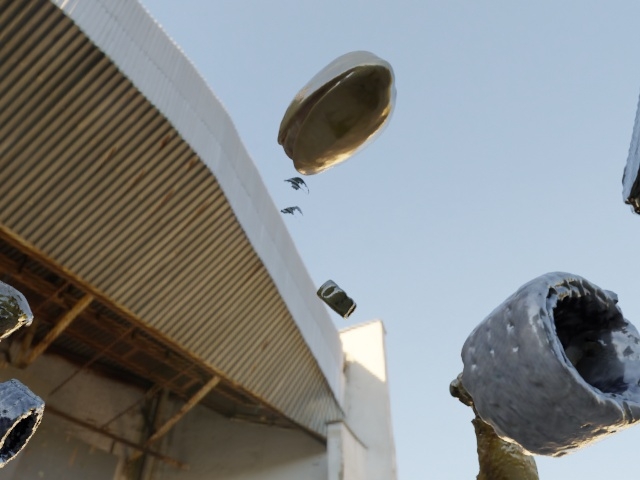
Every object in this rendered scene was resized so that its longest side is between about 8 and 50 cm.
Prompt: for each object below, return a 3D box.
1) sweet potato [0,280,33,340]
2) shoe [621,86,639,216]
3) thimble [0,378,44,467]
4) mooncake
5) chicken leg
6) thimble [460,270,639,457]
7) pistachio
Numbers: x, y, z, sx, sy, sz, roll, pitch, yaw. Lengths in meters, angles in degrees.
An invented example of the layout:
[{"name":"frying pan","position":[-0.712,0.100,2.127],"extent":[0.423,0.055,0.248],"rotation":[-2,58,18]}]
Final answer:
[{"name":"sweet potato","position":[-0.424,0.083,0.667],"extent":[0.273,0.075,0.075],"rotation":[-9,-43,-17]},{"name":"shoe","position":[0.464,-0.184,0.706],"extent":[0.237,0.384,0.171],"rotation":[14,-11,13]},{"name":"thimble","position":[-0.409,0.237,0.889],"extent":[0.066,0.095,0.104],"rotation":[33,-89,9]},{"name":"mooncake","position":[-0.012,0.006,1.038],"extent":[0.057,0.347,0.150],"rotation":[-30,-41,5]},{"name":"chicken leg","position":[0.288,0.338,1.170],"extent":[0.107,0.252,0.087],"rotation":[-22,-2,-26]},{"name":"thimble","position":[0.311,0.162,0.920],"extent":[0.217,0.245,0.157],"rotation":[54,-50,10]},{"name":"pistachio","position":[0.032,-0.232,1.265],"extent":[0.181,0.162,0.293],"rotation":[-17,-12,-43]}]
